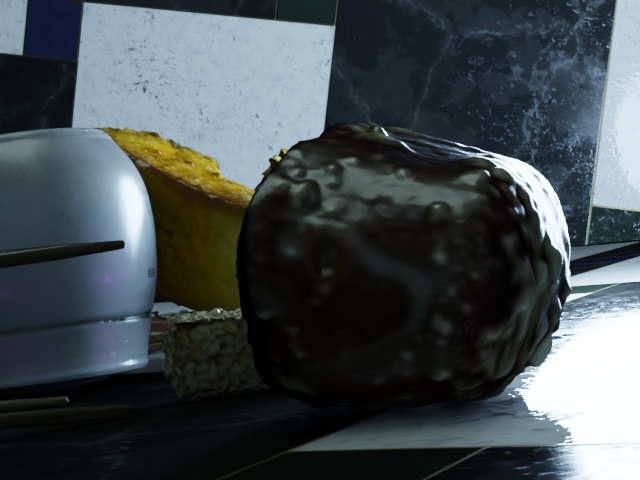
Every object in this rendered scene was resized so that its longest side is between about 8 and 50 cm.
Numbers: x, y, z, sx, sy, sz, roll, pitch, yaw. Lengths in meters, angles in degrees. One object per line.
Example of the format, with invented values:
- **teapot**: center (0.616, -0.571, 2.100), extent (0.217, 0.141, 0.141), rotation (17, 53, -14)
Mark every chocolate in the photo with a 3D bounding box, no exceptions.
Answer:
- **chocolate**: center (0.093, 0.026, 1.240), extent (0.210, 0.225, 0.340), rotation (8, 7, 21)

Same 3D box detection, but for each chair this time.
- **chair**: center (-0.323, 0.088, 1.347), extent (0.272, 0.166, 0.188), rotation (-2, -1, -30)

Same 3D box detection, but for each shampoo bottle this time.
- **shampoo bottle**: center (-0.305, 0.028, 1.619), extent (0.273, 0.266, 0.273), rotation (-9, 0, 0)

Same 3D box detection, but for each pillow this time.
- **pillow**: center (-0.230, 0.121, 2.060), extent (0.126, 0.043, 0.232), rotation (-5, 3, 6)

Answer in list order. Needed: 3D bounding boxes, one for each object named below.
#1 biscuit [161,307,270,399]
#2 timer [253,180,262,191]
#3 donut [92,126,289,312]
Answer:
- **biscuit**: center (-0.061, 0.099, 1.434), extent (0.169, 0.082, 0.070), rotation (-7, 0, -13)
- **timer**: center (0.000, 0.000, 2.171), extent (0.215, 0.229, 0.230), rotation (-4, 2, 28)
- **donut**: center (-0.063, 0.003, 1.846), extent (0.435, 0.163, 0.378), rotation (6, 16, -42)
